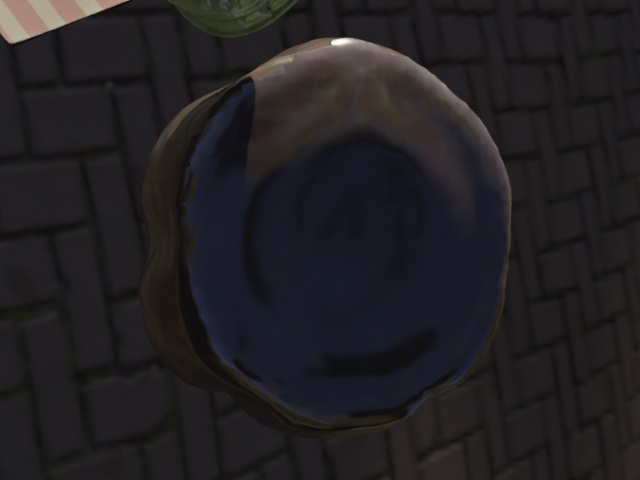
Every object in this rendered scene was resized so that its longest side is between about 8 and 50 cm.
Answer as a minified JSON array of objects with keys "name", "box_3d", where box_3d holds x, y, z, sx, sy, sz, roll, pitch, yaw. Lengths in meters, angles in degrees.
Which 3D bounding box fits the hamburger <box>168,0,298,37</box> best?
[{"name":"hamburger","box_3d":[-0.060,-0.166,1.089,0.084,0.121,0.054,-56,164,3]}]

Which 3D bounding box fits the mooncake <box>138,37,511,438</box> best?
[{"name":"mooncake","box_3d":[0.000,0.000,1.168,0.245,0.133,0.245,1,86,-20]}]

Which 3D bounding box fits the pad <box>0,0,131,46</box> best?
[{"name":"pad","box_3d":[-0.110,-0.234,1.247,0.299,0.202,0.005,-23,140,-20]}]
